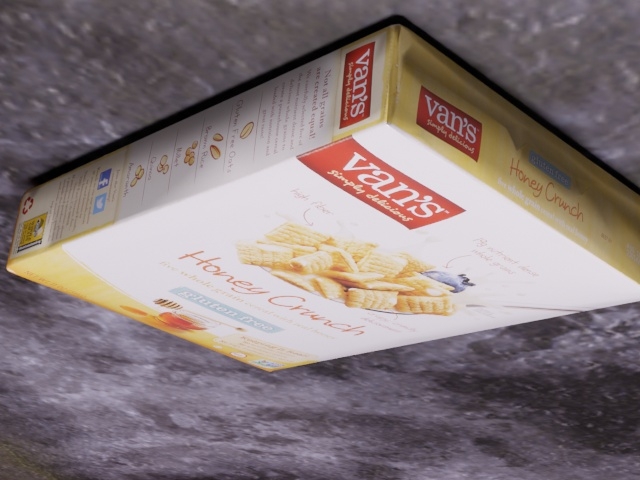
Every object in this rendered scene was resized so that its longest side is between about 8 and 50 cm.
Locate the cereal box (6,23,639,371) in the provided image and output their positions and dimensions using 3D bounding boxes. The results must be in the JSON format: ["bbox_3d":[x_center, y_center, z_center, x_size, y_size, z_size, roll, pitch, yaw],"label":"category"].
[{"bbox_3d":[0.000,0.000,0.507,0.173,0.047,0.240,26,151,-37],"label":"cereal box"}]
